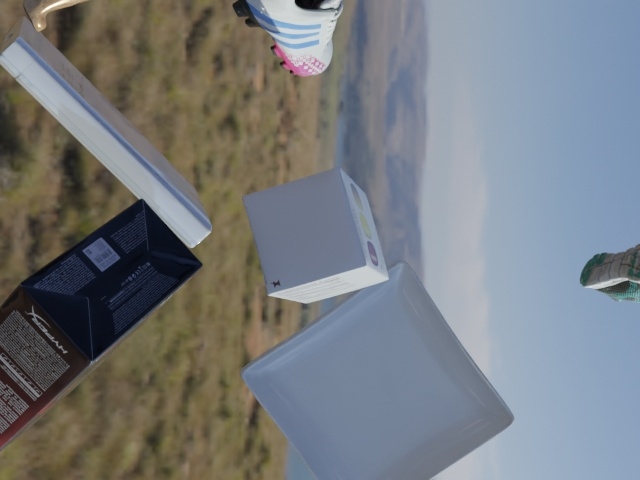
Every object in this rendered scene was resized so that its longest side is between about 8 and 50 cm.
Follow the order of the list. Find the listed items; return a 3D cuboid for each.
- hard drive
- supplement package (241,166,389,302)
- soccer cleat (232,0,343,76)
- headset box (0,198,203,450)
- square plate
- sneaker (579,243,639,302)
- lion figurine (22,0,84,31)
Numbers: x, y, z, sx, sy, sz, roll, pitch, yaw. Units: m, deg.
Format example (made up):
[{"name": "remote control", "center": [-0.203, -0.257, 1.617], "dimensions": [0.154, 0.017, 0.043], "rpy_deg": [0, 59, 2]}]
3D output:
[{"name": "hard drive", "center": [-0.299, -0.153, 1.494], "dimensions": [0.353, 0.047, 0.233], "rpy_deg": [46, 3, -22]}, {"name": "supplement package", "center": [0.000, 0.000, 1.449], "dimensions": [0.244, 0.133, 0.139], "rpy_deg": [27, 47, -79]}, {"name": "soccer cleat", "center": [-0.015, -0.332, 1.603], "dimensions": [0.331, 0.143, 0.116], "rpy_deg": [26, 54, -69]}, {"name": "headset box", "center": [-0.298, 0.110, 1.213], "dimensions": [0.293, 0.110, 0.218], "rpy_deg": [-41, -178, 36]}, {"name": "square plate", "center": [0.097, 0.264, 1.846], "dimensions": [0.347, 0.344, 0.049], "rpy_deg": [55, 2, -5]}, {"name": "sneaker", "center": [0.423, 0.047, 1.411], "dimensions": [0.166, 0.076, 0.065], "rpy_deg": [-10, -130, 61]}, {"name": "lion figurine", "center": [-0.202, -0.331, 1.003], "dimensions": [0.142, 0.240, 0.392], "rpy_deg": [61, -8, 2]}]
